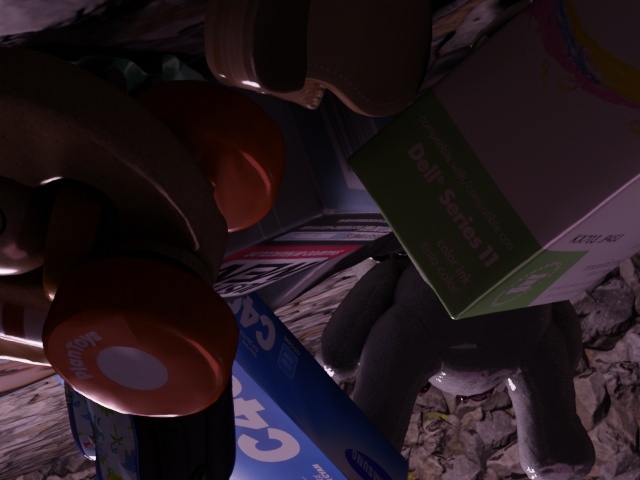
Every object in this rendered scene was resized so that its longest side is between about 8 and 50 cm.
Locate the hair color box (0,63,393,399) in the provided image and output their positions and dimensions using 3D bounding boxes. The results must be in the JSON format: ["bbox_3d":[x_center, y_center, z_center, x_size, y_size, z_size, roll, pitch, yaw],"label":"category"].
[{"bbox_3d":[-0.140,0.005,0.999,0.374,0.113,0.185,-23,171,21],"label":"hair color box"}]

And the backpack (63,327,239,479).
[{"bbox_3d":[-0.106,0.113,0.988,0.084,0.114,0.105,-1,-172,41],"label":"backpack"}]

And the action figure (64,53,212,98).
[{"bbox_3d":[-0.181,-0.030,0.860,0.232,0.063,0.137,-27,161,30],"label":"action figure"}]

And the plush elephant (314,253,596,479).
[{"bbox_3d":[0.106,0.062,1.523,0.272,0.330,0.255,-2,-173,-15],"label":"plush elephant"}]

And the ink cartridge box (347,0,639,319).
[{"bbox_3d":[0.214,-0.104,0.872,0.353,0.119,0.207,-40,163,25],"label":"ink cartridge box"}]

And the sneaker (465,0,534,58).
[{"bbox_3d":[0.122,-0.115,1.025,0.086,0.064,0.192,-14,163,-37],"label":"sneaker"}]

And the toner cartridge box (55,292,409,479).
[{"bbox_3d":[-0.084,0.134,1.285,0.165,0.075,0.348,-16,132,31],"label":"toner cartridge box"}]

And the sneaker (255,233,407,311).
[{"bbox_3d":[0.000,0.000,1.309,0.296,0.104,0.147,-30,163,27],"label":"sneaker"}]

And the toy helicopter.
[{"bbox_3d":[-0.193,0.021,0.763,0.235,0.140,0.355,29,140,-19],"label":"toy helicopter"}]

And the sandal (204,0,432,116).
[{"bbox_3d":[-0.018,-0.110,0.758,0.079,0.088,0.240,12,-171,21],"label":"sandal"}]
